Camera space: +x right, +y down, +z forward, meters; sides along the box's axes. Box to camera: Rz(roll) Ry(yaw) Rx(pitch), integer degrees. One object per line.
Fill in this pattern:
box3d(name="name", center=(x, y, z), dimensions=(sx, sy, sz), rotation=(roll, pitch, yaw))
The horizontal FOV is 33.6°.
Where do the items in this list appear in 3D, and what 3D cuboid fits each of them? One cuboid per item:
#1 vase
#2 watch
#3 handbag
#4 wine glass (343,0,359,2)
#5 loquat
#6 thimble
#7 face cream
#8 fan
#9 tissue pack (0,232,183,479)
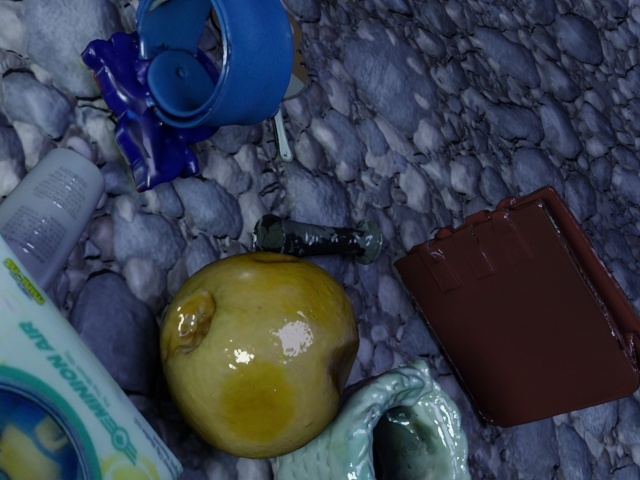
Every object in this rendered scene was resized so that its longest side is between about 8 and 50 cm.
box3d(name="vase", center=(0.000, 0.000, 1.280), dimensions=(0.167, 0.059, 0.059), rotation=(1, 70, -43))
box3d(name="watch", center=(-0.130, -0.187, 1.147), dimensions=(0.171, 0.200, 0.196), rotation=(-21, 82, -49))
box3d(name="handbag", center=(0.253, 0.088, 1.331), dimensions=(0.084, 0.260, 0.276), rotation=(-37, 96, -43))
box3d(name="wine glass", center=(-0.054, -0.426, 1.377), dimensions=(0.321, 0.143, 0.143), rotation=(13, 62, -36))
box3d(name="loquat", center=(-0.056, 0.115, 1.075), dimensions=(0.213, 0.213, 0.213), rotation=(20, 58, -36))
box3d(name="thimble", center=(0.063, 0.238, 1.162), dimensions=(0.185, 0.149, 0.211), rotation=(33, 52, -26))
box3d(name="face cream", center=(-0.279, -0.002, 1.021), dimensions=(0.084, 0.057, 0.198), rotation=(37, 51, -14))
box3d(name="fan", center=(-0.063, -0.202, 1.351), dimensions=(0.152, 0.008, 0.227), rotation=(3, 68, -43))
box3d(name="tissue pack", center=(-0.309, 0.208, 0.791), dimensions=(0.287, 0.162, 0.388), rotation=(55, 37, -16))
